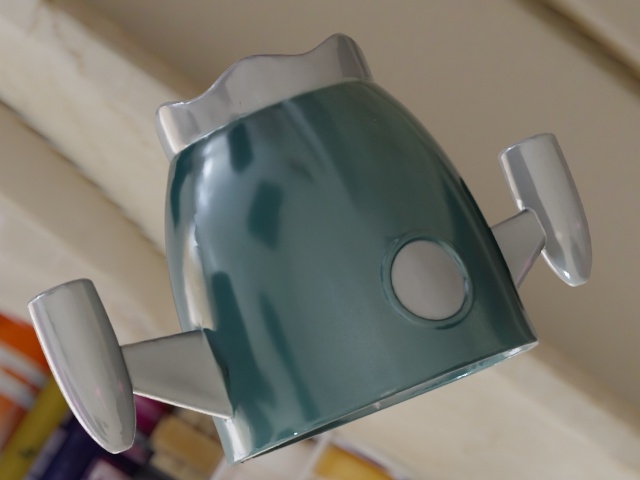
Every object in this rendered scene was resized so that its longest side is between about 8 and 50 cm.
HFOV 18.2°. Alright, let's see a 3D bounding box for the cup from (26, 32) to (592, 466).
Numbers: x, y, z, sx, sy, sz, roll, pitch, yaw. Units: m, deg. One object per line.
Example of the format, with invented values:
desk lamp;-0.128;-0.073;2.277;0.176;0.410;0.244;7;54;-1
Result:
cup;0.000;0.000;0.955;0.167;0.300;0.173;-31;78;60
